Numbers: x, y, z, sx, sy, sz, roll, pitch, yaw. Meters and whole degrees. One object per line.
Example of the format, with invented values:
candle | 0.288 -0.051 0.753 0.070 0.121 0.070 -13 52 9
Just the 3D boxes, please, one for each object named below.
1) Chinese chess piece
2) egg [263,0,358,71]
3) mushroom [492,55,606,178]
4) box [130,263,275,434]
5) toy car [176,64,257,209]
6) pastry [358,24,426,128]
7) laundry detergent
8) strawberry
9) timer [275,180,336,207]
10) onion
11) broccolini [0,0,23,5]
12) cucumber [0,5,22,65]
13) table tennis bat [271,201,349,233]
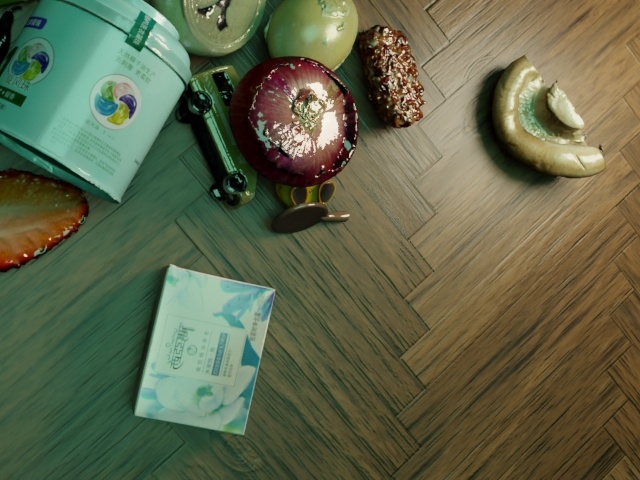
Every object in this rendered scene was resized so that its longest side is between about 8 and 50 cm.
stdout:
Chinese chess piece | -0.198 -0.449 1.700 0.238 0.092 0.238 -22 120 -43
egg | -0.016 -0.395 1.772 0.164 0.164 0.201 46 65 -10
mushroom | 0.440 -0.222 1.909 0.151 0.156 0.285 -36 86 -2
box | -0.215 0.198 1.719 0.203 0.116 0.274 14 85 -14
toy car | -0.171 -0.192 1.752 0.124 0.101 0.256 -25 94 -24
pastry | 0.138 -0.318 1.843 0.115 0.097 0.208 -17 91 -20
laundry detergent | -0.389 -0.261 1.595 0.287 0.287 0.305 30 81 -13
strawberry | -0.534 -0.054 1.647 0.236 0.111 0.190 -14 122 -37
timer | -0.037 -0.113 1.804 0.107 0.109 0.107 -13 122 -23
onion | -0.050 -0.208 1.685 0.248 0.161 0.248 13 65 -31
broccolini | -0.574 -0.448 1.658 0.392 0.074 0.079 -22 86 -17
cucumber | -0.571 -0.347 1.675 0.043 0.039 0.163 17 84 -40
table tennis bat | 0.000 0.000 1.783 0.170 0.107 0.119 -4 64 -36
